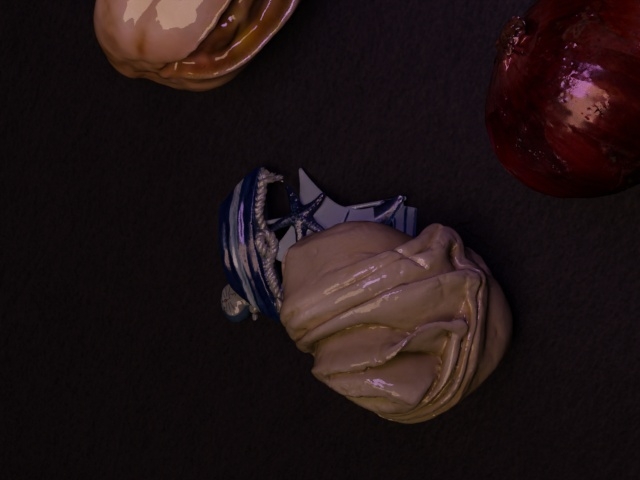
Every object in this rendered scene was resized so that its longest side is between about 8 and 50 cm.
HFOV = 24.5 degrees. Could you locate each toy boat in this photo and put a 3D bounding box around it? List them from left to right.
[{"bbox_3d":[-0.019,-0.024,2.061,0.291,0.070,0.210,-33,85,20],"label":"toy boat"}]

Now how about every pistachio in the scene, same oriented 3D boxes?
[{"bbox_3d":[-0.155,-0.323,1.928,0.321,0.229,0.238,-35,58,24],"label":"pistachio"}]

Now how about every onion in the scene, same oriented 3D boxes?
[{"bbox_3d":[0.309,-0.177,1.716,0.276,0.276,0.276,10,113,24],"label":"onion"}]

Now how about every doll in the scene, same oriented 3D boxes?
[{"bbox_3d":[-0.110,0.087,2.151,0.083,0.050,0.076,-23,64,29],"label":"doll"}]

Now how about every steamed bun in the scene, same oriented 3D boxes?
[{"bbox_3d":[0.093,0.104,1.936,0.276,0.203,0.289,-29,103,16],"label":"steamed bun"}]
